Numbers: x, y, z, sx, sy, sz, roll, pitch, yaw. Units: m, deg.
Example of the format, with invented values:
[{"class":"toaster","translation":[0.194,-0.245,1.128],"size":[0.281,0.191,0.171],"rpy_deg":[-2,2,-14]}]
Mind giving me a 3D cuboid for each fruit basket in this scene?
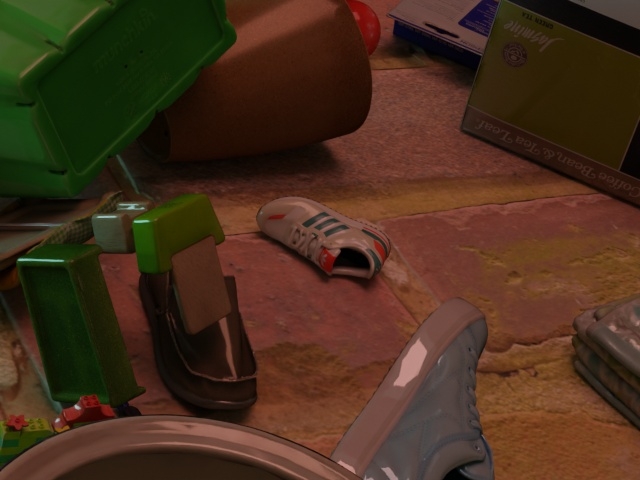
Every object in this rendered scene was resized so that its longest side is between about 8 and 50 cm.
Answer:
[{"class":"fruit basket","translation":[-0.326,-0.228,1.944],"size":[0.392,0.283,0.392],"rpy_deg":[-10,42,10]}]

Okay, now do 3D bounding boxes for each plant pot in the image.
[{"class":"plant pot","translation":[-0.107,-0.196,2.111],"size":[0.254,0.237,0.237],"rpy_deg":[-25,50,-28]}]

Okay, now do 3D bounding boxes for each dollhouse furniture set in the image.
[{"class":"dollhouse furniture set","translation":[-0.256,0.052,1.766],"size":[0.301,0.151,0.197],"rpy_deg":[1,22,43]}]

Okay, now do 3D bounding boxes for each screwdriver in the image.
[{"class":"screwdriver","translation":[-0.208,0.150,1.717],"size":[0.025,0.024,0.170],"rpy_deg":[24,17,-48]}]

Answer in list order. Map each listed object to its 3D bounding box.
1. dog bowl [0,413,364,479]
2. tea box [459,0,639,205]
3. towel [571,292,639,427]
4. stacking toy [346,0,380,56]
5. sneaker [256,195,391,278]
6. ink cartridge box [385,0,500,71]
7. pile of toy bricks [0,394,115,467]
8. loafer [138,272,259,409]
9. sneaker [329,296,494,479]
[{"class":"dog bowl","translation":[-0.102,0.328,1.385],"size":[0.408,0.150,0.408],"rpy_deg":[12,33,-8]},{"class":"tea box","translation":[0.405,-0.256,2.304],"size":[0.329,0.323,0.220],"rpy_deg":[25,35,12]},{"class":"towel","translation":[0.503,0.171,1.935],"size":[0.320,0.090,0.374],"rpy_deg":[-15,45,-38]},{"class":"stacking toy","translation":[-0.073,-0.307,2.367],"size":[0.330,0.141,0.141],"rpy_deg":[12,33,-18]},{"class":"sneaker","translation":[0.000,0.000,1.993],"size":[0.161,0.057,0.075],"rpy_deg":[20,28,1]},{"class":"ink cartridge box","translation":[0.220,-0.333,2.576],"size":[0.165,0.065,0.332],"rpy_deg":[26,33,14]},{"class":"pile of toy bricks","translation":[-0.269,0.195,1.545],"size":[0.212,0.105,0.118],"rpy_deg":[-4,38,-28]},{"class":"loafer","translation":[-0.128,0.078,1.795],"size":[0.094,0.087,0.251],"rpy_deg":[-3,38,-27]},{"class":"sneaker","translation":[0.110,0.201,1.699],"size":[0.150,0.135,0.366],"rpy_deg":[31,44,8]}]
